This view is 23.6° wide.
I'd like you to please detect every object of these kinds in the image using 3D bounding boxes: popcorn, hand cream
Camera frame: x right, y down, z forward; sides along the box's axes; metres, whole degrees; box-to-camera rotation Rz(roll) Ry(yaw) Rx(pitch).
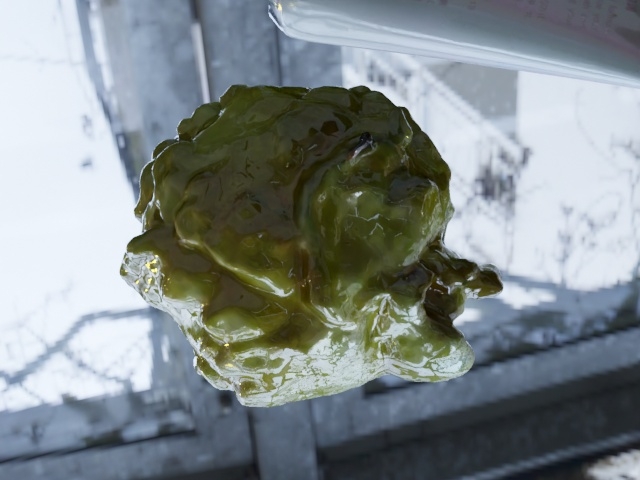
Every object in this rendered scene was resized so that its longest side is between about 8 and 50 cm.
[{"bbox_3d":[0.000,0.000,1.059,0.266,0.192,0.233,27,-122,0],"label":"popcorn"},{"bbox_3d":[0.139,-0.199,1.213,0.359,0.118,0.185,9,-128,9],"label":"hand cream"}]
